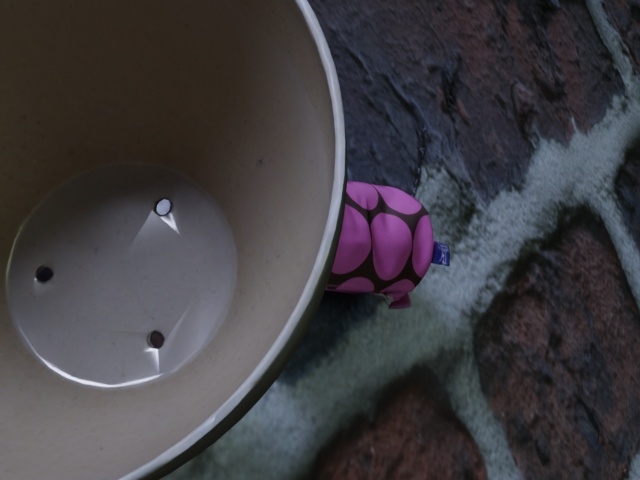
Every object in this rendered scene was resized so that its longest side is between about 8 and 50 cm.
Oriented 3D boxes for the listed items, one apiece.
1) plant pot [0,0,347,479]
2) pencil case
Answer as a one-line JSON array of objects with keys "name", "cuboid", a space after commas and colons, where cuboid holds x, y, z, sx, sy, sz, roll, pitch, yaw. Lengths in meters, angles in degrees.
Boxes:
[{"name": "plant pot", "cuboid": [-0.123, -0.005, 0.493, 0.191, 0.284, 0.284, 72, 11, -72]}, {"name": "pencil case", "cuboid": [0.000, 0.000, 0.754, 0.209, 0.095, 0.098, 6, 84, -48]}]
